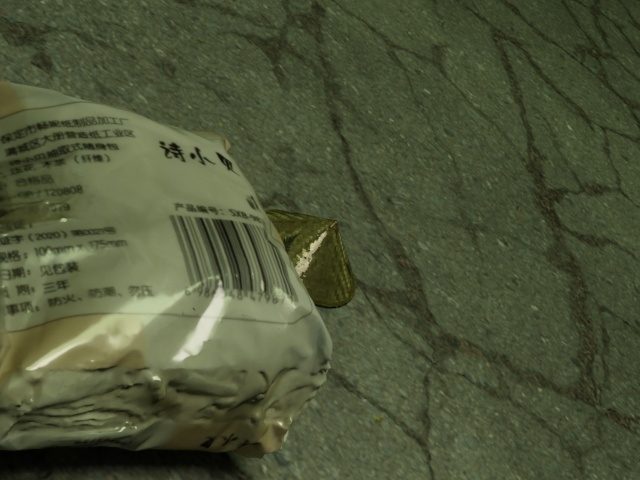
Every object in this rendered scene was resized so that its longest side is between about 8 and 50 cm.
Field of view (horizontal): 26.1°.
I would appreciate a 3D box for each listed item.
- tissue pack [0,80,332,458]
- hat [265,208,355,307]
[{"bbox_3d":[-0.195,0.016,1.189,0.375,0.195,0.390,10,42,-37],"label":"tissue pack"},{"bbox_3d":[0.000,0.000,1.563,0.146,0.067,0.146,30,32,-21],"label":"hat"}]
